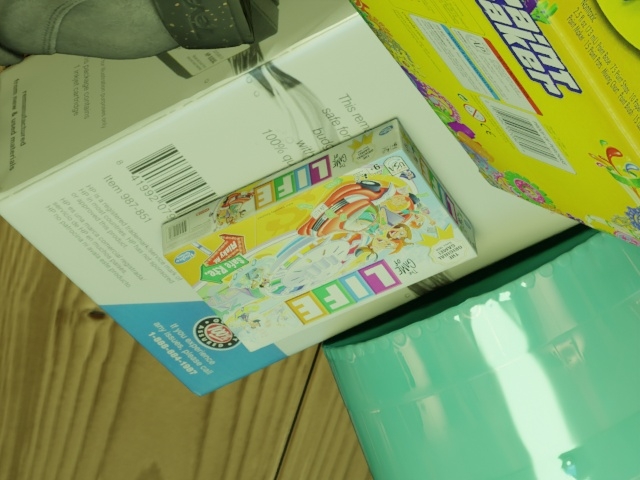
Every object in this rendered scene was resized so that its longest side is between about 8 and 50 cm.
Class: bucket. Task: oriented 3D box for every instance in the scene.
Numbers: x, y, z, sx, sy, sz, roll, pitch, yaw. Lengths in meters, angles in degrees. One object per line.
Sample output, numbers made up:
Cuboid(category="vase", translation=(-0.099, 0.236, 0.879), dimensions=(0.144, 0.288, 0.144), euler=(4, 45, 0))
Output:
Cuboid(category="bucket", translation=(0.146, 0.093, 1.191), dimensions=(0.281, 0.281, 0.183), euler=(-25, 95, 17))

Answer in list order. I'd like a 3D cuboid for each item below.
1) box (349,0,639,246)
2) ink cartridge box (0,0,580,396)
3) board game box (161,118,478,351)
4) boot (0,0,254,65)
Cuboid(category="box", translation=(0.154, -0.192, 0.895), dimensions=(0.279, 0.177, 0.290), euler=(-52, 131, -11))
Cuboid(category="ink cartridge box", translation=(-0.008, -0.063, 1.128), dimensions=(0.307, 0.129, 0.223), euler=(-25, 133, 18))
Cuboid(category="board game box", translation=(0.000, 0.000, 1.080), dimensions=(0.154, 0.026, 0.103), euler=(-24, 134, 16))
Cuboid(category="boot", translation=(-0.167, -0.175, 0.815), dimensions=(0.223, 0.118, 0.338), euler=(-10, 141, 6))
